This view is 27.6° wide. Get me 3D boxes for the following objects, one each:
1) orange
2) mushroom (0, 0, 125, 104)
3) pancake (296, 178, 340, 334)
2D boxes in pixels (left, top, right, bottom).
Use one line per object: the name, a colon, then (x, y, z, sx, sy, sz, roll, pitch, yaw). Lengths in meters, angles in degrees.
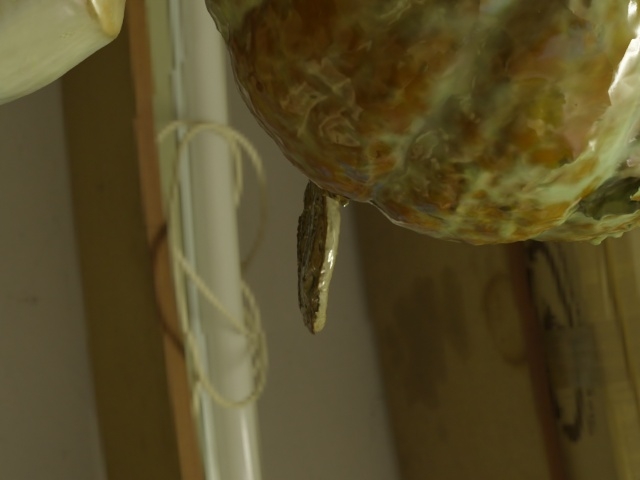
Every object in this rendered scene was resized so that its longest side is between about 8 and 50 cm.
orange: (0.101, -0.158, 0.676, 0.249, 0.329, 0.329, 154, -69, -69)
mushroom: (-0.224, -0.067, 0.563, 0.122, 0.328, 0.159, 66, -3, -48)
pancake: (-0.001, 0.000, 1.000, 0.151, 0.025, 0.152, -172, -90, -83)
